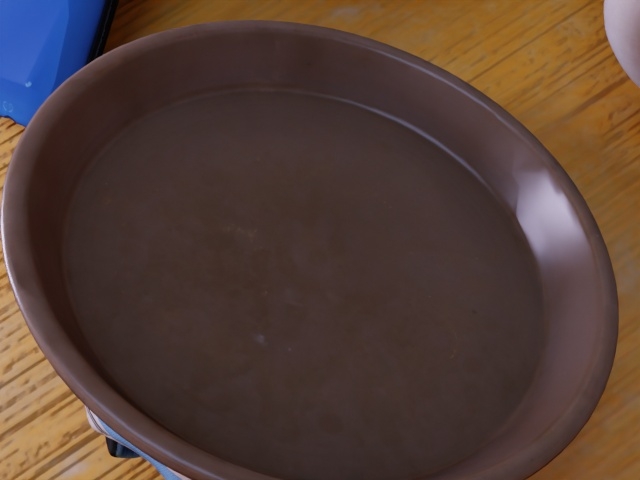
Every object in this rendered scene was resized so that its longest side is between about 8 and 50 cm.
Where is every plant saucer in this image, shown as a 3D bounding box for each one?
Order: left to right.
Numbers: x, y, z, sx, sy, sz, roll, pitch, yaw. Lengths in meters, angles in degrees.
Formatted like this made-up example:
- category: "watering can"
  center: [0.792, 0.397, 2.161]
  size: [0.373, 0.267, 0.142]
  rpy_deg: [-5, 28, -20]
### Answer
- category: "plant saucer"
  center: [0.000, 0.000, 0.417]
  size: [0.277, 0.041, 0.278]
  rpy_deg: [10, 49, -11]

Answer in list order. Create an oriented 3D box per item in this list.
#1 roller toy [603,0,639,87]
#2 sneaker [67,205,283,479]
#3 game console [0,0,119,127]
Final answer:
- category: "roller toy"
  center: [0.236, -0.137, 0.421]
  size: [0.191, 0.209, 0.146]
  rpy_deg: [-3, 62, 38]
- category: "sneaker"
  center: [-0.095, 0.047, 0.442]
  size: [0.086, 0.085, 0.237]
  rpy_deg: [-50, 61, 13]
- category: "game console"
  center: [-0.207, -0.233, 0.604]
  size: [0.293, 0.173, 0.250]
  rpy_deg: [24, 102, 16]
